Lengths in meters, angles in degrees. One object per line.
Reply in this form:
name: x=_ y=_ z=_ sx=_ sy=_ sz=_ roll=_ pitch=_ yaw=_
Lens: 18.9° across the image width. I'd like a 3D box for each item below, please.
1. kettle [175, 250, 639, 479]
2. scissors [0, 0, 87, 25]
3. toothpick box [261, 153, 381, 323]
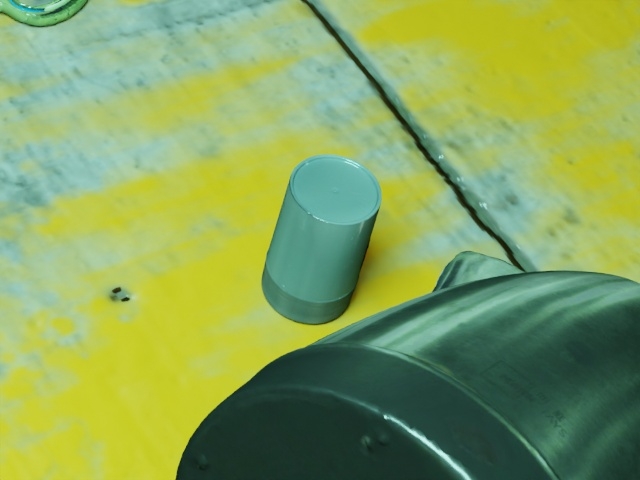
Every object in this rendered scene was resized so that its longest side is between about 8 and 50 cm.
kettle: x=0.109 y=0.109 z=0.882 sx=0.251 sy=0.207 sz=0.271 roll=11 pitch=28 yaw=35
scissors: x=-0.225 y=-0.131 z=1.125 sx=0.133 sy=0.020 sz=0.187 roll=26 pitch=47 yaw=2
toothpick box: x=0.000 y=0.000 z=1.027 sx=0.052 sy=0.083 sz=0.052 roll=7 pitch=49 yaw=-8
